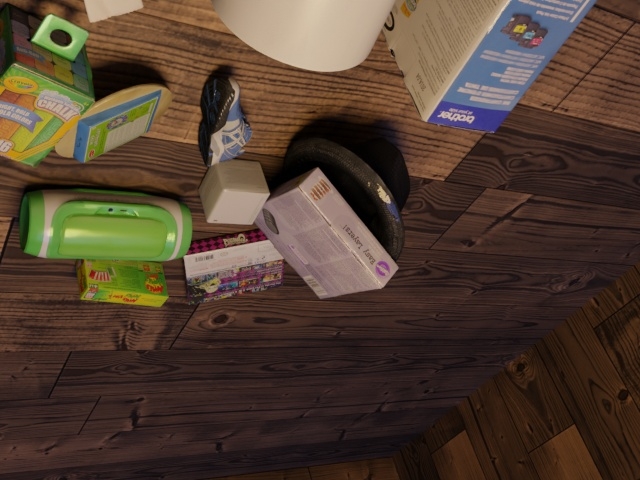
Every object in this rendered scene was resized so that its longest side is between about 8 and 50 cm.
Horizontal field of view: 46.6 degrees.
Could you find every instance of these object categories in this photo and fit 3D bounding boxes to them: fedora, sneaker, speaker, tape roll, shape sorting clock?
[{"bbox_3d":[0.077,-0.102,1.468,0.152,0.334,0.334,-44,157,-26],"label":"fedora"},{"bbox_3d":[-0.163,-0.213,1.299,0.081,0.080,0.211,-13,157,-22],"label":"sneaker"},{"bbox_3d":[-0.399,-0.026,1.393,0.296,0.131,0.131,3,141,-31],"label":"speaker"},{"bbox_3d":[-0.010,-0.367,0.984,0.246,0.246,0.169,-1,142,-27],"label":"tape roll"},{"bbox_3d":[-0.334,-0.194,1.199,0.206,0.040,0.206,-34,178,-2],"label":"shape sorting clock"}]

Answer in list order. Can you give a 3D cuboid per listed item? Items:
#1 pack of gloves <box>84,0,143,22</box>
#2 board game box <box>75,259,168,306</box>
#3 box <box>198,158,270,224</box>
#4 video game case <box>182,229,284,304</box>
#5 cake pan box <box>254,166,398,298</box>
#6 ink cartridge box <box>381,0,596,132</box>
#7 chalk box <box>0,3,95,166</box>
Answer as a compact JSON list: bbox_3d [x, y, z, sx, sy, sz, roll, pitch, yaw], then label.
[{"bbox_3d":[-0.244,-0.419,0.990,0.195,0.046,0.232,-23,152,-16],"label":"pack of gloves"},{"bbox_3d":[-0.419,0.084,1.575,0.181,0.092,0.043,10,138,-38],"label":"board game box"},{"bbox_3d":[-0.169,-0.095,1.447,0.102,0.087,0.101,3,141,-31],"label":"box"},{"bbox_3d":[-0.197,0.059,1.703,0.232,0.042,0.210,-11,146,-13],"label":"video game case"},{"bbox_3d":[0.000,0.000,1.465,0.070,0.267,0.246,-46,-168,-26],"label":"cake pan box"},{"bbox_3d":[0.231,-0.352,1.111,0.151,0.270,0.395,5,140,-29],"label":"ink cartridge box"},{"bbox_3d":[-0.417,-0.232,1.070,0.213,0.132,0.132,-38,143,27],"label":"chalk box"}]
